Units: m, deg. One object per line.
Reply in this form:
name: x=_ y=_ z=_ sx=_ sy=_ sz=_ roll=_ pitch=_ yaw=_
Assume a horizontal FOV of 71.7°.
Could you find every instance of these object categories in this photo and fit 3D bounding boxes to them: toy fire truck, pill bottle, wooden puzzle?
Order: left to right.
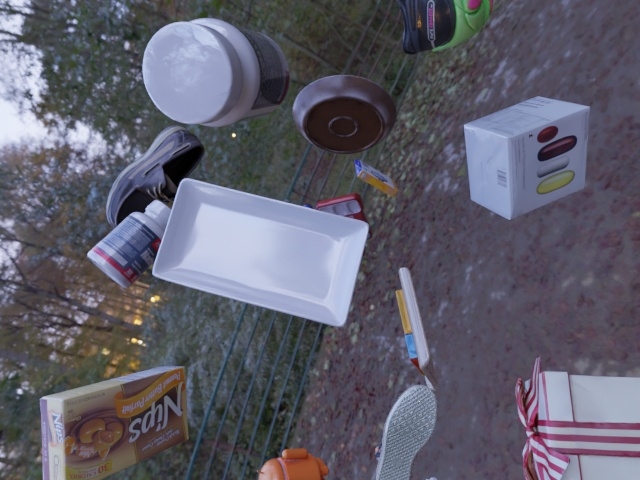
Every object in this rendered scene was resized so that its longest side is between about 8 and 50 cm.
pill bottle: x=-0.389 y=0.003 z=0.947 sx=0.180 sy=0.108 sz=0.108 roll=-51 pitch=8 yaw=-23
pill bottle: x=-0.161 y=-0.279 z=0.745 sx=0.161 sy=0.161 sz=0.283 roll=-61 pitch=0 yaw=22
toy fire truck: x=0.043 y=-0.057 z=1.698 sx=0.302 sy=0.254 sz=0.169 roll=-10 pitch=42 yaw=21
wooden puzzle: x=0.213 y=0.205 z=0.996 sx=0.239 sy=0.044 sz=0.221 roll=61 pitch=-161 yaw=-55

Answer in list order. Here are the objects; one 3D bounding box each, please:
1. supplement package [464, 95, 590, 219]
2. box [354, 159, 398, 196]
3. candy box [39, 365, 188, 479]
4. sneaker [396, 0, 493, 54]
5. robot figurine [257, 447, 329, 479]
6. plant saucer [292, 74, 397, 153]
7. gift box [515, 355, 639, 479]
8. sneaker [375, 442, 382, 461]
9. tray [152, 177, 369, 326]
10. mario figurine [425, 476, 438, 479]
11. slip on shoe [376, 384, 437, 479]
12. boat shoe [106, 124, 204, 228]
supplement package: x=0.456 y=-0.187 z=0.988 sx=0.149 sy=0.203 sz=0.194 roll=-128 pitch=19 yaw=-58
box: x=0.148 y=-0.176 z=1.230 sx=0.028 sy=0.136 sz=0.081 roll=-57 pitch=15 yaw=25
candy box: x=-0.448 y=0.409 z=1.004 sx=0.087 sy=0.316 sz=0.183 roll=-7 pitch=85 yaw=29
sneaker: x=0.109 y=-0.546 z=0.753 sx=0.202 sy=0.483 sz=0.185 roll=-22 pitch=6 yaw=40
robot figurine: x=-0.085 y=0.700 z=1.295 sx=0.158 sy=0.219 sz=0.128 roll=-62 pitch=35 yaw=37
plant saucer: x=0.070 y=-0.351 z=1.312 sx=0.310 sy=0.310 sz=0.050 roll=135 pitch=144 yaw=-55
gift box: x=0.531 y=0.373 z=0.870 sx=0.276 sy=0.258 sz=0.255 roll=58 pitch=-147 yaw=-58
sneaker: x=0.267 y=0.847 z=1.740 sx=0.100 sy=0.108 sz=0.271 roll=-54 pitch=-17 yaw=-27
tray: x=-0.080 y=0.014 z=0.606 sx=0.030 sy=0.270 sz=0.145 roll=73 pitch=-148 yaw=-82
mario figurine: x=0.386 y=1.050 z=1.733 sx=0.198 sy=0.320 sz=0.170 roll=-21 pitch=-79 yaw=-59
slip on shoe: x=0.227 y=0.529 z=1.197 sx=0.101 sy=0.123 sz=0.331 roll=-45 pitch=-31 yaw=-72
boat shoe: x=-0.467 y=-0.171 z=1.261 sx=0.355 sy=0.130 sz=0.132 roll=-57 pitch=-30 yaw=-7
